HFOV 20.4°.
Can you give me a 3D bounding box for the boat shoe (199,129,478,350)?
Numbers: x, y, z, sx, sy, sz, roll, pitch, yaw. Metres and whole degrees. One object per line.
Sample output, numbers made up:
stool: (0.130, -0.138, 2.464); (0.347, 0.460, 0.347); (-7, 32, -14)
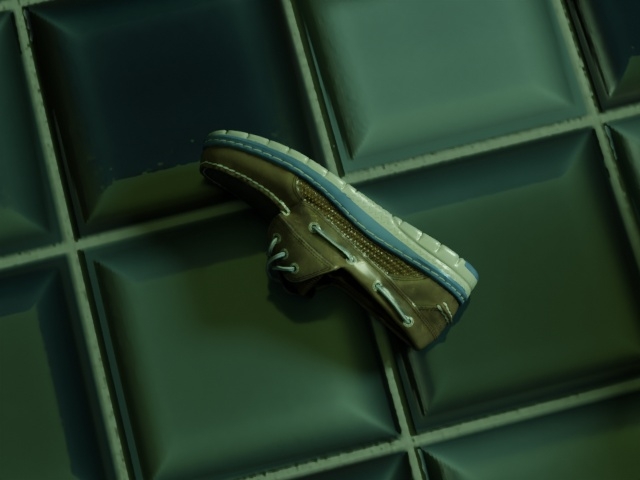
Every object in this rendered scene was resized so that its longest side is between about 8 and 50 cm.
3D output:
boat shoe: (0.000, 0.000, 1.047); (0.183, 0.066, 0.066); (30, 77, 8)
